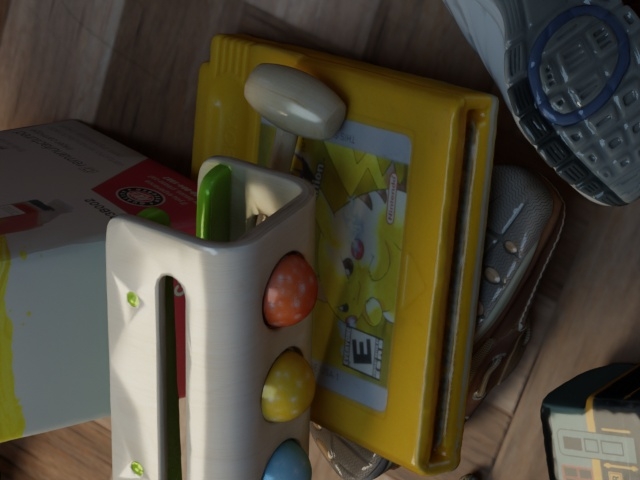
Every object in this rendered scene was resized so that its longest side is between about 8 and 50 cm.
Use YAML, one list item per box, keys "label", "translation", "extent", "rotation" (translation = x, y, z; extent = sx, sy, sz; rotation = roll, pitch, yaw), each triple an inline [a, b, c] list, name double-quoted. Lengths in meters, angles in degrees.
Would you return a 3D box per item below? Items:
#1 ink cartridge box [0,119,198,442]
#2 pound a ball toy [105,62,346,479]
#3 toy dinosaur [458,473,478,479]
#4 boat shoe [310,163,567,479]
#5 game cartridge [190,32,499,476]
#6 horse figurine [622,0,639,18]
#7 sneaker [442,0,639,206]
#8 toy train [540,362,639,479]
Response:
- label: "ink cartridge box"
  translation: [-0.292, 0.036, 1.558]
  extent: [0.279, 0.384, 0.160]
  rotation: [28, 122, 47]
- label: "pound a ball toy"
  translation: [-0.043, 0.056, 1.456]
  extent: [0.135, 0.208, 0.319]
  rotation: [19, 122, 27]
- label: "toy dinosaur"
  translation: [0.150, 0.298, 1.626]
  extent: [0.112, 0.064, 0.212]
  rotation: [-10, 75, 31]
- label: "boat shoe"
  translation: [0.103, 0.061, 1.547]
  extent: [0.324, 0.116, 0.123]
  rotation: [-56, 52, 39]
- label: "game cartridge"
  translation: [0.000, 0.000, 1.534]
  extent: [0.323, 0.052, 0.285]
  rotation: [19, 108, 48]
- label: "horse figurine"
  translation: [0.283, -0.081, 1.423]
  extent: [0.174, 0.066, 0.263]
  rotation: [-34, 90, 29]
- label: "sneaker"
  translation: [0.156, -0.155, 1.428]
  extent: [0.111, 0.129, 0.297]
  rotation: [-27, 78, -1]
- label: "toy train"
  translation: [0.277, 0.242, 1.505]
  extent: [0.190, 0.142, 0.334]
  rotation: [4, 111, 42]
